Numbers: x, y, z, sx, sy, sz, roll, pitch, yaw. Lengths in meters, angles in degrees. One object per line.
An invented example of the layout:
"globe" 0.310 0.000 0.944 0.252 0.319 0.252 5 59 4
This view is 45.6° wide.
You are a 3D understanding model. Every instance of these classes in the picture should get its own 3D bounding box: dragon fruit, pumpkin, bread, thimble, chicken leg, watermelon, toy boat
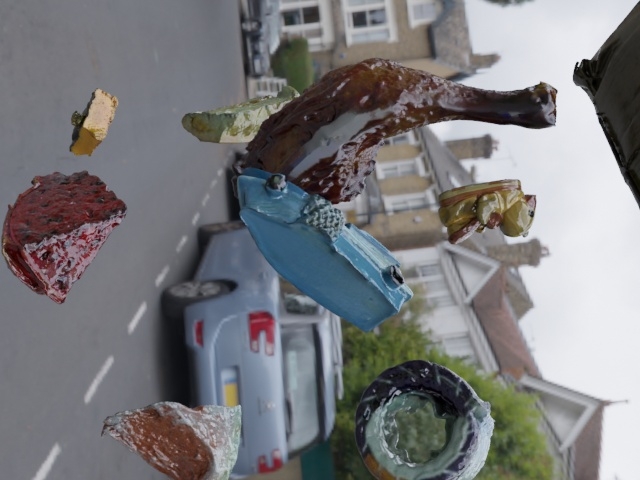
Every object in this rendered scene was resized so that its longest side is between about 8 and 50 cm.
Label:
"dragon fruit" -0.214 -0.007 0.612 0.131 0.097 0.063 35 -43 47
"pumpkin" -0.331 -0.168 1.091 0.074 0.054 0.083 -37 -142 47
"bread" -0.123 -0.213 1.339 0.232 0.128 0.087 -28 111 -51
"thimble" 0.182 0.327 1.315 0.150 0.237 0.237 52 28 -62
"chicken leg" 0.069 -0.133 0.894 0.096 0.407 0.158 -68 139 -64
"watermelon" -0.163 0.226 0.917 0.158 0.098 0.121 43 24 -4
"toy boat" 0.000 0.000 0.869 0.238 0.109 0.098 39 37 -17

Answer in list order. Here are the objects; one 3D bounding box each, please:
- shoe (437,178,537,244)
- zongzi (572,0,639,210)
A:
"shoe" 0.192 -0.032 0.889 0.072 0.109 0.069 153 -66 -72
"zongzi" 0.521 -0.152 0.834 0.467 0.218 0.499 112 -30 -58
